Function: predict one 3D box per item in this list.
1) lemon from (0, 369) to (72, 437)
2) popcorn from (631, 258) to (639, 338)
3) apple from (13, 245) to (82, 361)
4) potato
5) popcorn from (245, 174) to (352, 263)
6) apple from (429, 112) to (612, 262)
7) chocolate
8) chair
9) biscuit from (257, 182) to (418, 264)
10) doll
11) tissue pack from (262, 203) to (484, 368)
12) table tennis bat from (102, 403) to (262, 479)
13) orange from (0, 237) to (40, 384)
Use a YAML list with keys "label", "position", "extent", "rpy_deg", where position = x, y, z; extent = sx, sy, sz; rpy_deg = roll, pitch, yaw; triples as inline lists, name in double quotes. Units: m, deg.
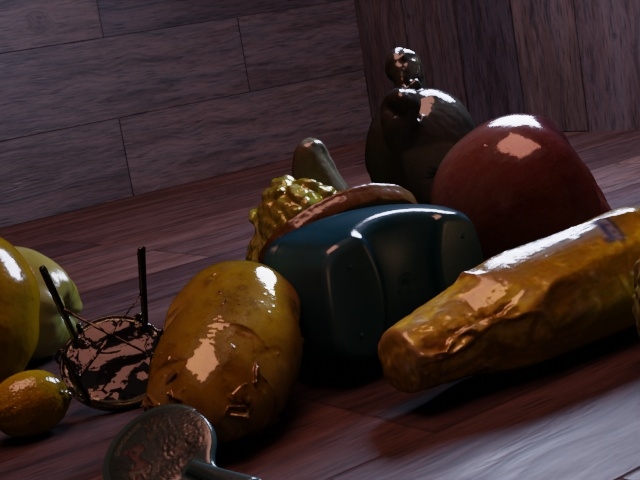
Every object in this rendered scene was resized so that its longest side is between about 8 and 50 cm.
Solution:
- label: "lemon"
  position: [-0.369, 0.206, 1.561]
  extent: [0.111, 0.082, 0.082]
  rpy_deg: [-15, 12, -27]
- label: "popcorn"
  position: [0.455, 0.072, 1.342]
  extent: [0.225, 0.173, 0.286]
  rpy_deg: [-30, 29, -23]
- label: "apple"
  position: [-0.477, 0.104, 1.959]
  extent: [0.200, 0.200, 0.200]
  rpy_deg: [-9, 10, 2]
- label: "potato"
  position: [-0.108, 0.137, 1.453]
  extent: [0.173, 0.140, 0.300]
  rpy_deg: [20, 34, -3]
- label: "popcorn"
  position: [0.000, 0.000, 2.066]
  extent: [0.252, 0.205, 0.237]
  rpy_deg: [6, -16, -28]
- label: "apple"
  position: [0.289, -0.045, 1.827]
  extent: [0.235, 0.305, 0.306]
  rpy_deg: [-32, 5, 13]
- label: "chocolate"
  position: [0.267, 0.080, 1.515]
  extent: [0.445, 0.162, 0.162]
  rpy_deg: [-19, 14, -34]
- label: "chair"
  position: [-0.273, 0.150, 1.651]
  extent: [0.160, 0.170, 0.325]
  rpy_deg: [-12, -32, -12]
- label: "biscuit"
  position: [0.021, 0.025, 1.815]
  extent: [0.273, 0.257, 0.049]
  rpy_deg: [-15, 50, -28]
- label: "doll"
  position: [0.111, -0.114, 2.162]
  extent: [0.379, 0.382, 0.252]
  rpy_deg: [-15, 25, 6]
- label: "tissue pack"
  position: [0.062, 0.057, 1.665]
  extent: [0.287, 0.198, 0.206]
  rpy_deg: [-17, 10, -35]
- label: "table tennis bat"
  position: [-0.137, 0.230, 1.261]
  extent: [0.201, 0.033, 0.124]
  rpy_deg: [12, 56, 37]
- label: "orange"
  position: [-0.531, 0.106, 1.751]
  extent: [0.279, 0.279, 0.235]
  rpy_deg: [-12, -12, -14]
